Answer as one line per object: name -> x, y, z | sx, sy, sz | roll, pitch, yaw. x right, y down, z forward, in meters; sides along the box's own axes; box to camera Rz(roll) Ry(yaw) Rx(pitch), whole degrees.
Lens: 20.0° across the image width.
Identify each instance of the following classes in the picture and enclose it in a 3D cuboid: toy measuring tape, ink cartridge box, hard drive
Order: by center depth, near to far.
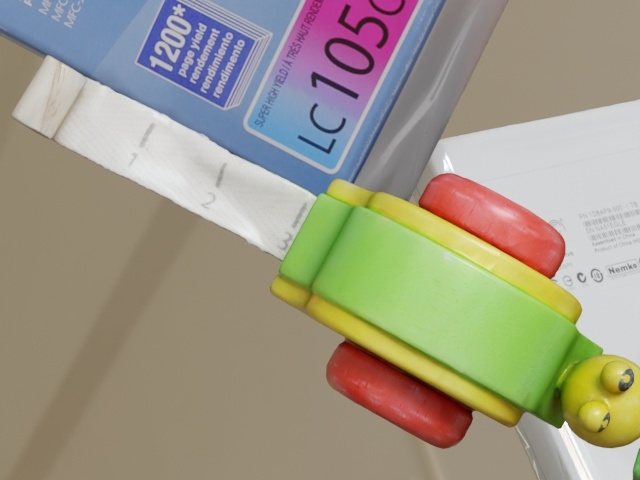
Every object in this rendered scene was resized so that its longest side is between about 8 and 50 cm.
toy measuring tape -> 0.000, 0.000, 0.802 | 0.121, 0.330, 0.121 | -59, -8, -14
ink cartridge box -> -0.082, -0.216, 1.014 | 0.270, 0.395, 0.151 | -64, -16, 6
hard drive -> 0.217, 0.083, 1.141 | 0.233, 0.353, 0.047 | -13, -19, -33

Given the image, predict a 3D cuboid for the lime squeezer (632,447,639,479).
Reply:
lime squeezer -> 0.243, 0.101, 0.538 | 0.310, 0.059, 0.110 | 14, -35, 16
